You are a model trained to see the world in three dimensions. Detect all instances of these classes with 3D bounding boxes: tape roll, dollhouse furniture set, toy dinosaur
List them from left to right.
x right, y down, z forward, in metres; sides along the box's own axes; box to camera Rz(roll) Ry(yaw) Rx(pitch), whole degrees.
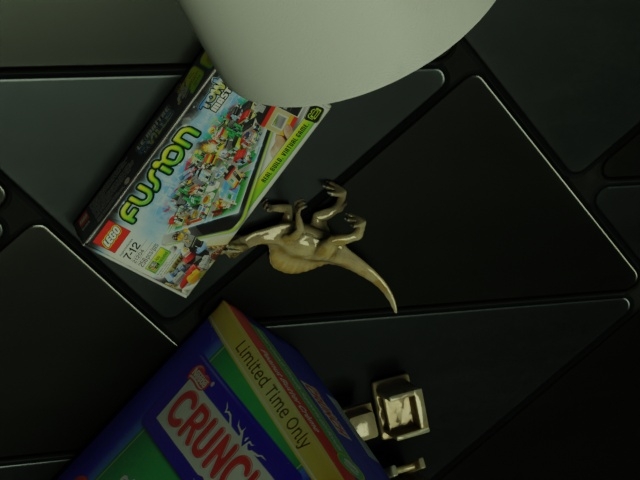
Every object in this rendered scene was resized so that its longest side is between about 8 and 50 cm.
[{"bbox_3d":[-0.002,-0.236,1.335,0.246,0.246,0.169,-32,127,-3],"label":"tape roll"},{"bbox_3d":[0.000,0.000,1.618,0.183,0.053,0.092,16,128,-23],"label":"toy dinosaur"},{"bbox_3d":[0.008,0.220,1.746,0.182,0.101,0.161,-13,100,-16],"label":"dollhouse furniture set"}]

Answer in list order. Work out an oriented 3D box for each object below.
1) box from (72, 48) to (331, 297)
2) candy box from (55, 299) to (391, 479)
[{"bbox_3d":[-0.097,-0.061,1.533,0.114,0.036,0.207,28,106,-35],"label":"box"},{"bbox_3d":[-0.103,0.256,1.584,0.317,0.268,0.122,-46,131,7],"label":"candy box"}]
